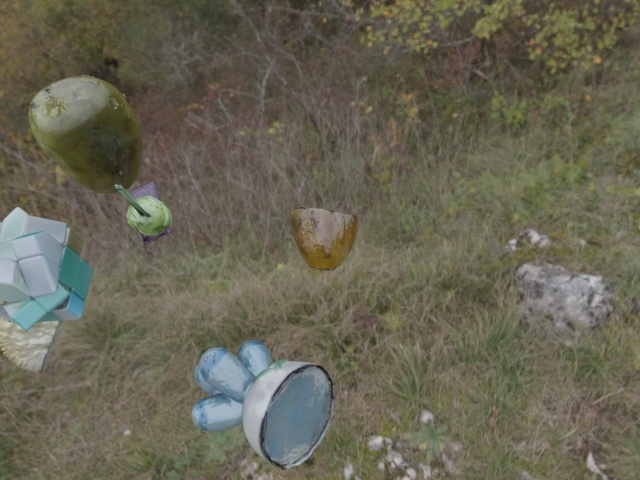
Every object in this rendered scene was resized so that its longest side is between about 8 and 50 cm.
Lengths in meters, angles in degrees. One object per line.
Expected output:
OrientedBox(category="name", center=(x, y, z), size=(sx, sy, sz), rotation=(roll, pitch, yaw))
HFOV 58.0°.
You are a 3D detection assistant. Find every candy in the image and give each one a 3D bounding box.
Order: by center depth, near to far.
OrientedBox(category="candy", center=(-0.375, -0.070, 1.189), size=(0.092, 0.335, 0.093), rotation=(-26, 86, -9))

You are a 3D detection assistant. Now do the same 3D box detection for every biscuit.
OrientedBox(category="biscuit", center=(-0.857, 0.268, 1.701), size=(0.179, 0.281, 0.084), rotation=(11, 19, -26))

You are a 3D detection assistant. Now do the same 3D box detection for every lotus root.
OrientedBox(category="lotus root", center=(-0.001, 0.000, 1.720), size=(0.188, 0.199, 0.180), rotation=(6, 85, -28))

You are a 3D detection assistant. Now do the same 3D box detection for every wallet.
OrientedBox(category="wallet", center=(-0.507, -0.082, 1.707), size=(0.111, 0.030, 0.166), rotation=(-22, 87, 29))

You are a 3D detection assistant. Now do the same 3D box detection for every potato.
OrientedBox(category="potato", center=(-0.512, -0.231, 1.296), size=(0.173, 0.307, 0.210), rotation=(34, 65, 28))

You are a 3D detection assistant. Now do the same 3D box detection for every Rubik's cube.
OrientedBox(category="Rubik's cube", center=(-0.650, 0.072, 1.270), size=(0.224, 0.213, 0.265), rotation=(-6, 59, 10))

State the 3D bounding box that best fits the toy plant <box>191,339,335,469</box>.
OrientedBox(category="toy plant", center=(-0.162, 0.349, 1.327), size=(0.332, 0.247, 0.247), rotation=(13, 54, 38))
